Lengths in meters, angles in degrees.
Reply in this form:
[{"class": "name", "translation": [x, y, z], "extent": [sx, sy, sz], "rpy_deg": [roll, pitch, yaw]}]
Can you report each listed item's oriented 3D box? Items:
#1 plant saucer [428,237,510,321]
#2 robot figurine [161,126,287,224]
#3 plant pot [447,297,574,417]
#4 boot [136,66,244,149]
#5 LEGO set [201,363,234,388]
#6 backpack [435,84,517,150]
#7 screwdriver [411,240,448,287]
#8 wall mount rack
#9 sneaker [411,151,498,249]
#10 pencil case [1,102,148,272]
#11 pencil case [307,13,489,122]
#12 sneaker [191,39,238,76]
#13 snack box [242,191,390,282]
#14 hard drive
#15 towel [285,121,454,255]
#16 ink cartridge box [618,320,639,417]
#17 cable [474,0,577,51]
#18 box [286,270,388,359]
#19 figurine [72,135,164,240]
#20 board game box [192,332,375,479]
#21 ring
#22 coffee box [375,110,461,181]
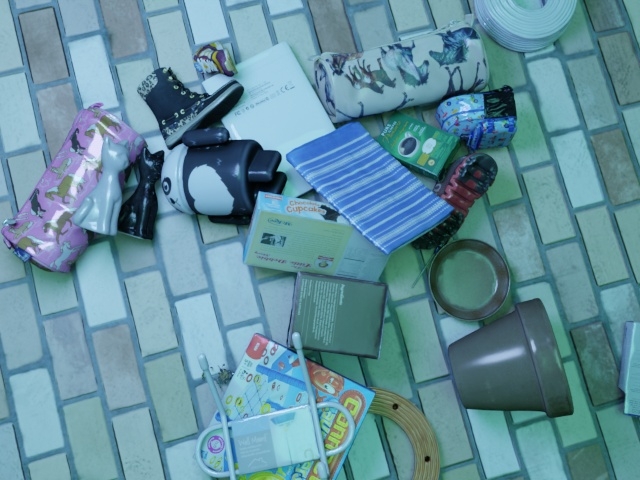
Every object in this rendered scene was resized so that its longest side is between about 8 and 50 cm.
[{"class": "plant saucer", "translation": [0.353, 0.094, 1.622], "extent": [0.198, 0.036, 0.199], "rpy_deg": [1, 83, -4]}, {"class": "robot figurine", "translation": [-0.222, -0.140, 1.525], "extent": [0.278, 0.173, 0.209], "rpy_deg": [1, 91, 16]}, {"class": "plant pot", "translation": [0.415, 0.283, 1.514], "extent": [0.229, 0.263, 0.263], "rpy_deg": [-17, 84, 12]}, {"class": "boot", "translation": [-0.311, -0.346, 1.587], "extent": [0.236, 0.085, 0.179], "rpy_deg": [-35, 83, 18]}, {"class": "LEGO set", "translation": [-0.233, 0.310, 1.568], "extent": [0.083, 0.023, 0.054], "rpy_deg": [23, 79, 13]}, {"class": "backpack", "translation": [0.366, -0.284, 1.611], "extent": [0.173, 0.158, 0.117], "rpy_deg": [-5, 76, -2]}, {"class": "screwdriver", "translation": [0.269, 0.046, 1.634], "extent": [0.025, 0.024, 0.170], "rpy_deg": [31, 88, -28]}, {"class": "wall mount rack", "translation": [-0.112, 0.366, 1.406], "extent": [0.349, 0.130, 0.304], "rpy_deg": [-13, 77, 2]}, {"class": "sneaker", "translation": [0.308, -0.097, 1.616], "extent": [0.097, 0.135, 0.276], "rpy_deg": [33, 105, -11]}, {"class": "pencil case", "translation": [-0.553, -0.117, 1.532], "extent": [0.160, 0.167, 0.386], "rpy_deg": [27, 80, 23]}, {"class": "pencil case", "translation": [0.184, -0.403, 1.611], "extent": [0.410, 0.160, 0.184], "rpy_deg": [-14, 99, -5]}, {"class": "sneaker", "translation": [-0.252, -0.415, 1.591], "extent": [0.083, 0.185, 0.070], "rpy_deg": [-26, 120, -6]}, {"class": "snack box", "translation": [0.000, 0.000, 1.514], "extent": [0.321, 0.187, 0.060], "rpy_deg": [10, 46, -12]}, {"class": "hard drive", "translation": [-0.101, -0.276, 1.636], "extent": [0.233, 0.047, 0.353], "rpy_deg": [-28, 85, -6]}, {"class": "towel", "translation": [0.110, -0.129, 1.513], "extent": [0.243, 0.040, 0.336], "rpy_deg": [-29, 64, -37]}, {"class": "ink cartridge box", "translation": [0.830, 0.320, 1.617], "extent": [0.223, 0.045, 0.224], "rpy_deg": [11, 83, -2]}, {"class": "cable", "translation": [0.518, -0.609, 1.696], "extent": [0.257, 0.089, 0.257], "rpy_deg": [-31, 86, -7]}, {"class": "box", "translation": [0.033, 0.169, 1.525], "extent": [0.203, 0.168, 0.167], "rpy_deg": [8, 82, -2]}, {"class": "figurine", "translation": [-0.431, -0.117, 1.495], "extent": [0.092, 0.215, 0.210], "rpy_deg": [17, 92, 21]}, {"class": "board game box", "translation": [-0.076, 0.409, 1.505], "extent": [0.301, 0.086, 0.308], "rpy_deg": [24, 81, 10]}, {"class": "ring", "translation": [0.107, 0.507, 1.556], "extent": [0.336, 0.032, 0.337], "rpy_deg": [1, 82, -4]}, {"class": "coffee box", "translation": [0.230, -0.228, 1.621], "extent": [0.184, 0.040, 0.113], "rpy_deg": [28, 81, 24]}]
